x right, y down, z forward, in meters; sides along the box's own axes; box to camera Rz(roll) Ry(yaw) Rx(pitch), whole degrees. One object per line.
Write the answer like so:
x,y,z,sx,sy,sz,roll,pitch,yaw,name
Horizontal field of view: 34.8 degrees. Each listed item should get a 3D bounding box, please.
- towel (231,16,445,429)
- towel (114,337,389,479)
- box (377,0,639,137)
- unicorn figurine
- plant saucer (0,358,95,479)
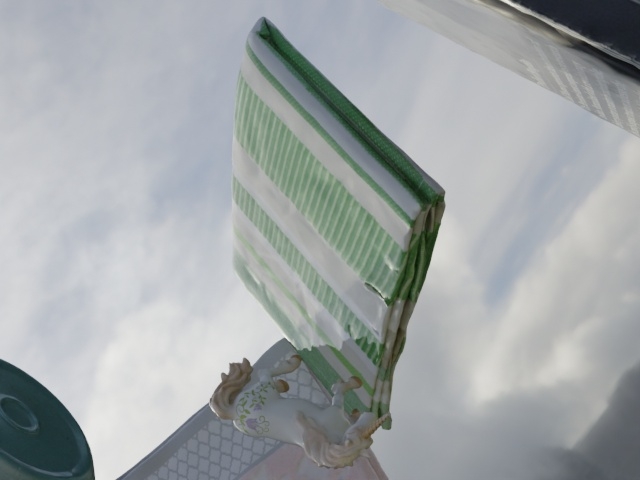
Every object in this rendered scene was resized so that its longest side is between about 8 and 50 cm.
0.000,0.000,0.873,0.038,0.248,0.325,-28,-32,-25,towel
-0.075,0.309,1.021,0.332,0.317,0.053,-41,-35,13,towel
0.308,-0.284,0.612,0.480,0.472,0.297,-60,-17,8,box
-0.007,0.127,0.741,0.111,0.162,0.060,-38,-57,-64,unicorn figurine
-0.150,0.089,0.486,0.021,0.119,0.119,-47,-21,7,plant saucer
